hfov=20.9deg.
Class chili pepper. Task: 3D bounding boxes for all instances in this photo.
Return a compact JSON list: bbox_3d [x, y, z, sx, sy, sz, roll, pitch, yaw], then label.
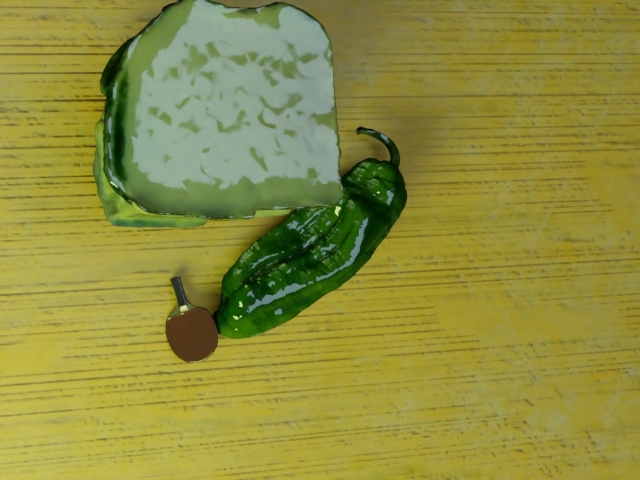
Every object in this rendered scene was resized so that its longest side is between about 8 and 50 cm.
[{"bbox_3d":[-0.002,0.001,1.660,0.257,0.074,0.100,-40,59,-22],"label":"chili pepper"}]

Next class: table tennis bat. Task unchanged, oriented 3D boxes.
[{"bbox_3d":[-0.124,0.074,1.628,0.050,0.007,0.083,-18,85,14],"label":"table tennis bat"}]

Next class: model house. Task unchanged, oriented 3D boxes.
[{"bbox_3d":[-0.112,-0.099,1.554,0.214,0.189,0.195,-5,82,-21],"label":"model house"}]
